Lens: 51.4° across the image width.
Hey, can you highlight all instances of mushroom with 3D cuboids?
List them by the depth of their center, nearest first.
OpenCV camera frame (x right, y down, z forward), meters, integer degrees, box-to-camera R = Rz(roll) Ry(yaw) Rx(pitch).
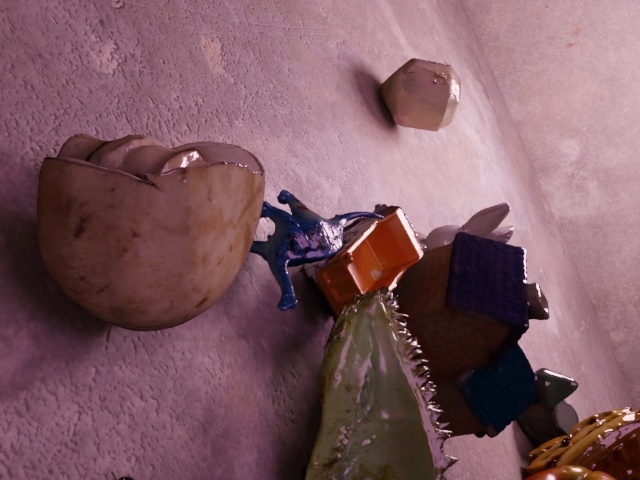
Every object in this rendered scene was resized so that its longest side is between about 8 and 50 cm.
[{"bbox_3d":[-0.175,-0.009,0.664,0.253,0.195,0.189,-16,117,-67],"label":"mushroom"}]

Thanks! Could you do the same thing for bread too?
[{"bbox_3d":[0.600,0.522,1.476,0.324,0.167,0.277,-29,108,-17],"label":"bread"}]

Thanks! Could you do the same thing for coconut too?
[{"bbox_3d":[0.229,-0.342,1.545,0.171,0.183,0.171,-169,-90,-87],"label":"coconut"}]

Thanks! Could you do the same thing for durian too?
[{"bbox_3d":[0.060,0.254,0.869,0.198,0.163,0.394,10,79,-14],"label":"durian"}]

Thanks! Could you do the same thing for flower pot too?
[{"bbox_3d":[0.550,0.433,1.601,0.229,0.103,0.108,56,32,-22],"label":"flower pot"}]

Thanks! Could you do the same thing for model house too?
[{"bbox_3d":[0.267,0.163,1.139,0.312,0.280,0.245,56,31,-21],"label":"model house"}]

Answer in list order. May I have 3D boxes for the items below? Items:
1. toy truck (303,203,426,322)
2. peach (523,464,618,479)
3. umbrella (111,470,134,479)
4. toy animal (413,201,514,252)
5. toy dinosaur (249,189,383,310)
[{"bbox_3d":[0.073,0.029,1.059,0.114,0.135,0.270,62,30,-9],"label":"toy truck"},{"bbox_3d":[0.449,0.573,1.156,0.308,0.307,0.332,-9,88,-60],"label":"peach"},{"bbox_3d":[-0.174,0.250,0.621,0.083,0.020,0.031,65,30,-14],"label":"umbrella"},{"bbox_3d":[0.286,0.009,1.344,0.104,0.220,0.131,57,29,-27],"label":"toy animal"},{"bbox_3d":[-0.030,-0.010,0.901,0.144,0.076,0.329,27,28,13],"label":"toy dinosaur"}]
